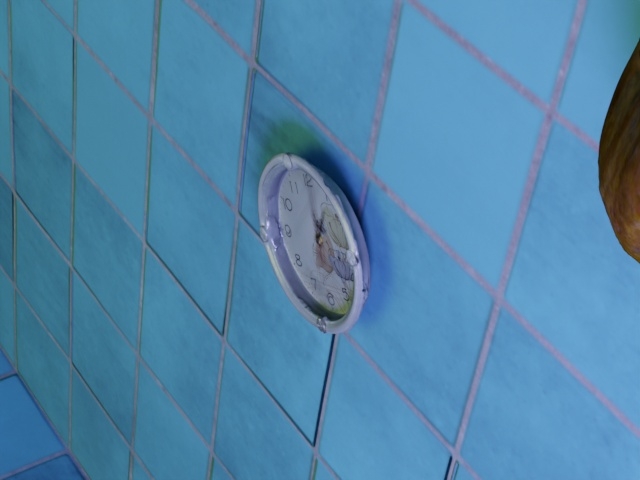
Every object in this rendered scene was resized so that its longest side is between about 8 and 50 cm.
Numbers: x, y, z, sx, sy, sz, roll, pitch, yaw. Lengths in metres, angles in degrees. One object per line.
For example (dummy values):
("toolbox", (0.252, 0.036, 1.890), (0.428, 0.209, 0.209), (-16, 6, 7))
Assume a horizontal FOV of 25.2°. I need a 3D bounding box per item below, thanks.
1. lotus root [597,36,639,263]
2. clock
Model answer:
("lotus root", (0.314, -0.051, 1.110), (0.180, 0.199, 0.188), (100, -176, -49))
("clock", (0.000, 0.000, 1.776), (0.236, 0.053, 0.236), (39, 139, 46))
